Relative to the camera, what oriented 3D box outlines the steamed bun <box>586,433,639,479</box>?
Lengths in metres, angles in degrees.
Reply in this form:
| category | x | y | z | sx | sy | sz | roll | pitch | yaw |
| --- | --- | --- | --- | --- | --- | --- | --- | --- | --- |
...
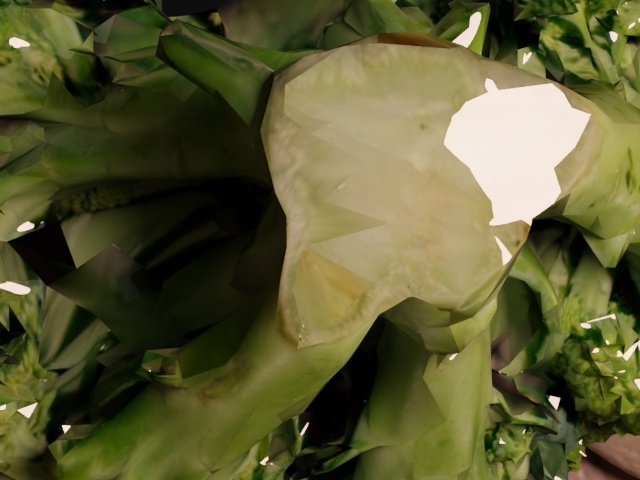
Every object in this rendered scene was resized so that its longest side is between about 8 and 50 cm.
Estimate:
| category | x | y | z | sx | sy | sz | roll | pitch | yaw |
| --- | --- | --- | --- | --- | --- | --- | --- | --- | --- |
| steamed bun | 0.225 | 0.049 | 0.675 | 0.242 | 0.146 | 0.164 | 26 | 45 | -4 |

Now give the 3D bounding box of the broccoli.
| category | x | y | z | sx | sy | sz | roll | pitch | yaw |
| --- | --- | --- | --- | --- | --- | --- | --- | --- | --- |
| broccoli | -0.002 | 0.008 | 0.514 | 0.413 | 0.321 | 0.310 | 17 | 23 | -5 |
